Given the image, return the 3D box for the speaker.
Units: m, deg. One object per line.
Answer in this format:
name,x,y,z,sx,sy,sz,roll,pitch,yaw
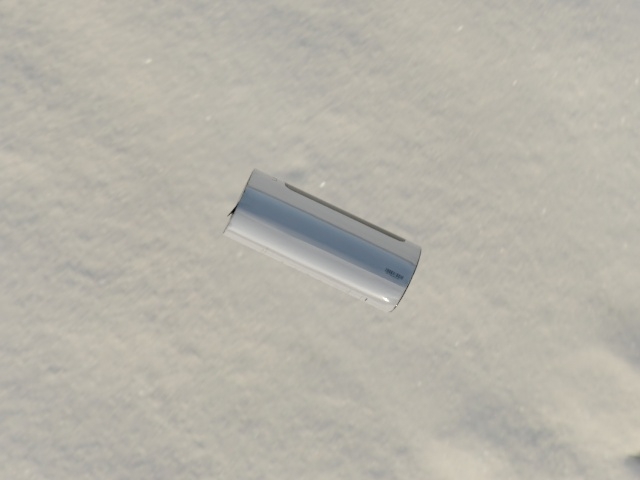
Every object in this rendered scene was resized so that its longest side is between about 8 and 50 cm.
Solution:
speaker,0.000,0.000,1.000,0.136,0.055,0.055,25,115,-4
